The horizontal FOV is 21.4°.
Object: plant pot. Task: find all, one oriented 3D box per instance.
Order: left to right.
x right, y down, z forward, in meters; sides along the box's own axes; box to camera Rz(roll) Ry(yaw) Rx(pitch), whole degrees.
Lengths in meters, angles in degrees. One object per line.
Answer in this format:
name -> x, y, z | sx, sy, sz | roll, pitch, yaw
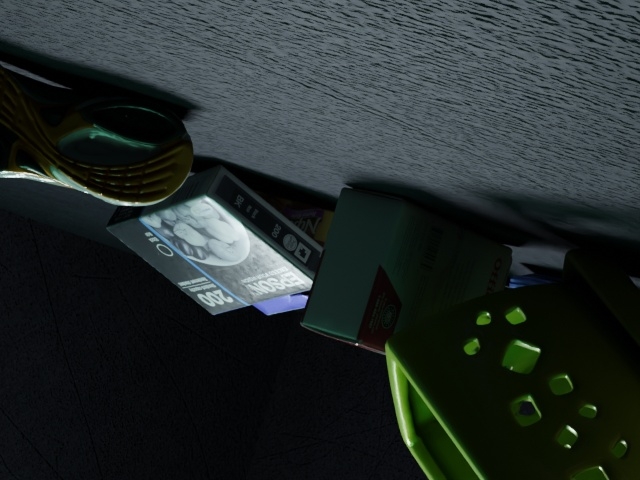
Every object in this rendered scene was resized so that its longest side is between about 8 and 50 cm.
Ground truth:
plant pot -> 0.202, 0.156, 1.400 | 0.227, 0.207, 0.228 | 54, 168, 26

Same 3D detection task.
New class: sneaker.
sneaker -> -0.227, -0.085, 1.309 | 0.262, 0.099, 0.121 | 18, 180, -3

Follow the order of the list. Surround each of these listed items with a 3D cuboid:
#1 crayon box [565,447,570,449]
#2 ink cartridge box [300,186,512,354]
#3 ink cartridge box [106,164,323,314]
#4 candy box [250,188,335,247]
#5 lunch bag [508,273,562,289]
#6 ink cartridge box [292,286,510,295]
crayon box -> 0.446, 0.297, 2.317 | 0.363, 0.106, 0.313 | -20, -160, -36
ink cartridge box -> 0.078, 0.041, 1.476 | 0.072, 0.127, 0.175 | 14, 174, 41
ink cartridge box -> -0.080, 0.019, 1.664 | 0.208, 0.045, 0.206 | 38, 152, -22
candy box -> 0.000, 0.000, 1.738 | 0.109, 0.053, 0.187 | 16, 176, 25
lunch bag -> 0.289, 0.099, 1.658 | 0.219, 0.090, 0.176 | 14, 176, 29
ink cartridge box -> 0.070, 0.052, 1.865 | 0.275, 0.060, 0.239 | 15, -177, 24
